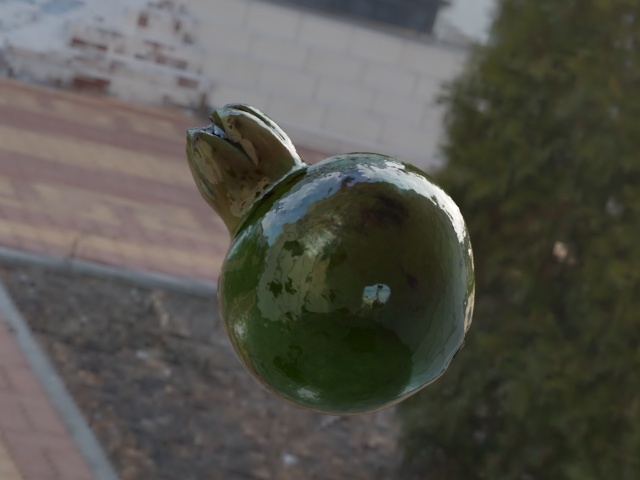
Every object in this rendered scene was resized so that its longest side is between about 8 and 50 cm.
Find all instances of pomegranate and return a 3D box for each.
[{"bbox_3d":[0.015,0.001,1.223,0.190,0.241,0.159,-11,-13,-6],"label":"pomegranate"}]
